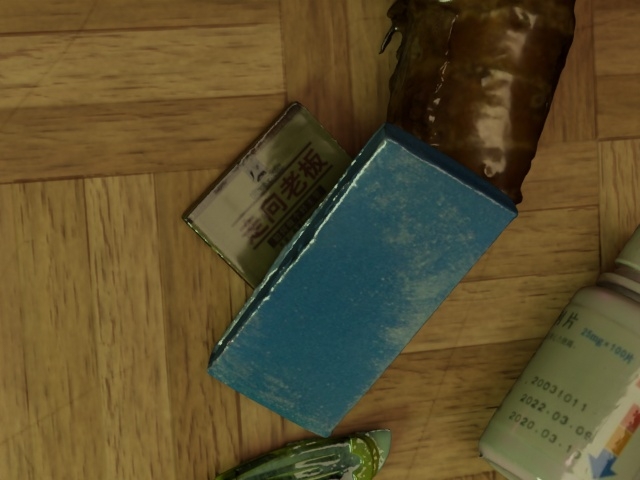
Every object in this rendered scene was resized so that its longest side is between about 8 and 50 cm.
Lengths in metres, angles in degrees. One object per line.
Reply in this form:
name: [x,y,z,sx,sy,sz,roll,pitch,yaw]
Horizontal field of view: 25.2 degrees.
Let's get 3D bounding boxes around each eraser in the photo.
eraser: [0.031,0.043,1.309,0.144,0.043,0.312,30,120,-13]

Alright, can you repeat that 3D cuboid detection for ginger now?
ginger: [0.126,-0.212,1.341,0.254,0.176,0.418,15,91,-6]

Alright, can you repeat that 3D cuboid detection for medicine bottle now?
medicine bottle: [0.298,0.135,1.423,0.170,0.170,0.293,37,84,-17]

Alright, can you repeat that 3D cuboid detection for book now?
book: [0.000,0.000,1.391,0.231,0.026,0.161,46,81,-16]

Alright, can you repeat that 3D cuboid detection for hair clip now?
hair clip: [-0.018,0.227,1.400,0.188,0.033,0.060,-9,99,-20]
